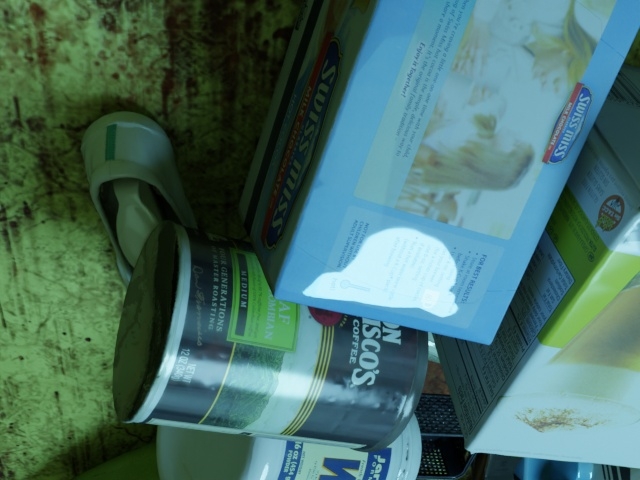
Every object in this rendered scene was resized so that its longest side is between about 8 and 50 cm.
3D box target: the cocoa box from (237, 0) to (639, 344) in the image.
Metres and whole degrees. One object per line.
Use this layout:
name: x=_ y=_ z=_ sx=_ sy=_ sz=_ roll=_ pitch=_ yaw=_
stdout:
cocoa box: x=0.089 y=-0.117 z=0.680 sx=0.231 sy=0.228 sz=0.347 roll=14 pitch=108 yaw=-20

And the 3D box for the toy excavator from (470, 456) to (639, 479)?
toy excavator: x=0.438 y=0.383 z=1.134 sx=0.222 sy=0.433 sz=0.445 roll=9 pitch=169 yaw=-16

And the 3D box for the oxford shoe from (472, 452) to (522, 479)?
oxford shoe: x=0.289 y=0.335 z=1.178 sx=0.076 sy=0.076 sz=0.212 roll=13 pitch=103 yaw=-19

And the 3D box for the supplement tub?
supplement tub: x=-0.035 y=0.279 z=1.006 sx=0.324 sy=0.235 sz=0.235 roll=19 pitch=125 yaw=-42

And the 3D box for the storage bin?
storage bin: x=0.163 y=0.326 z=1.202 sx=0.180 sy=0.084 sz=0.122 roll=5 pitch=127 yaw=-14

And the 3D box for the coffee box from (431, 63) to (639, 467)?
coffee box: x=0.334 y=0.022 z=0.816 sx=0.337 sy=0.338 sz=0.334 roll=10 pitch=127 yaw=-16

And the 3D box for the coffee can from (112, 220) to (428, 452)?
coffee can: x=-0.055 y=0.108 z=0.764 sx=0.275 sy=0.202 sz=0.202 roll=14 pitch=125 yaw=-26

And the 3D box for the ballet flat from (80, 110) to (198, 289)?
ballet flat: x=-0.190 y=0.036 z=0.882 sx=0.139 sy=0.139 sz=0.400 roll=-13 pitch=130 yaw=2

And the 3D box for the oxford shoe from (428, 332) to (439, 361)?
oxford shoe: x=0.200 y=0.118 z=1.021 sx=0.449 sy=0.169 sz=0.130 roll=16 pitch=84 yaw=-11

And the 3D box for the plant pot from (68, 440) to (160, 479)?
plant pot: x=-0.274 y=0.439 z=1.138 sx=0.293 sy=0.275 sz=0.275 roll=-9 pitch=132 yaw=20
